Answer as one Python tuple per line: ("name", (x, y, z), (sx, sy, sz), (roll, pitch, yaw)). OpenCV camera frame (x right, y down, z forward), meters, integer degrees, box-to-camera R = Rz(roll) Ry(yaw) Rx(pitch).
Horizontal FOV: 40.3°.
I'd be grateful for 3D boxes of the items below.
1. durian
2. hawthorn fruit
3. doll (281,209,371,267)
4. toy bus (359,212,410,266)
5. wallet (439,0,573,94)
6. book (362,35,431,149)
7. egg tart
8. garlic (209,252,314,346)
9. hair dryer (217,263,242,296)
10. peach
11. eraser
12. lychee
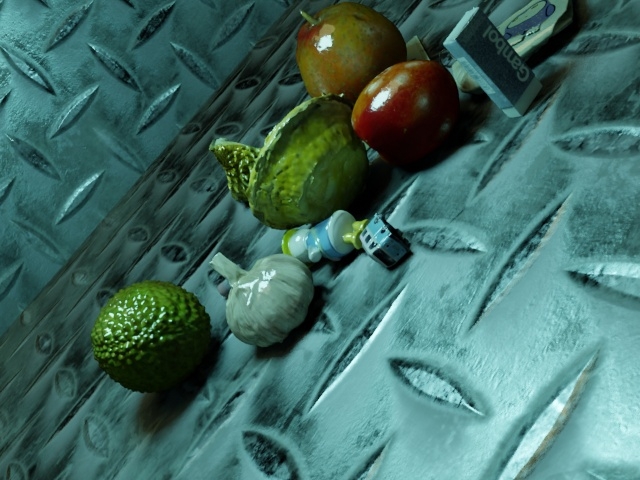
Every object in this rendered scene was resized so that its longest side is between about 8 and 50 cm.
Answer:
("durian", (-0.178, -0.213, 2.419), (0.195, 0.186, 0.305), (-6, -9, 5))
("hawthorn fruit", (0.056, -0.477, 2.178), (0.277, 0.298, 0.277), (-38, 25, 21))
("doll", (0.001, 0.000, 1.858), (0.241, 0.098, 0.135), (-22, 55, 46))
("toy bus", (0.121, 0.004, 1.692), (0.075, 0.060, 0.123), (-48, 21, 9))
("wallet", (0.411, -0.438, 1.901), (0.335, 0.068, 0.275), (-35, 24, 23))
("book", (0.179, -0.391, 2.256), (0.260, 0.043, 0.371), (-39, 24, 16))
("egg tart", (-0.006, -0.153, 1.924), (0.345, 0.345, 0.132), (-48, 56, -4))
("garlic", (-0.134, 0.099, 1.786), (0.218, 0.212, 0.219), (-44, 19, 20))
("hair dryer", (-0.214, 0.089, 2.166), (0.063, 0.037, 0.114), (-37, 17, 24))
("peach", (0.187, -0.277, 1.857), (0.243, 0.199, 0.243), (-39, 8, 7))
("eraser", (0.335, -0.340, 1.688), (0.092, 0.212, 0.046), (-53, 22, -17))
("lychee", (-0.378, 0.214, 1.962), (0.270, 0.270, 0.320), (-54, -17, -16))
